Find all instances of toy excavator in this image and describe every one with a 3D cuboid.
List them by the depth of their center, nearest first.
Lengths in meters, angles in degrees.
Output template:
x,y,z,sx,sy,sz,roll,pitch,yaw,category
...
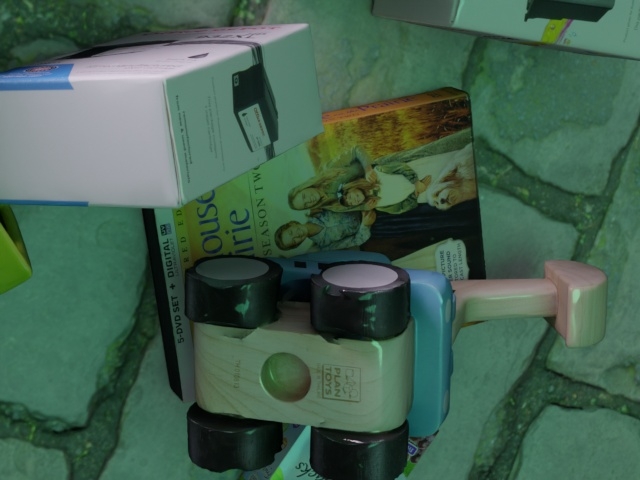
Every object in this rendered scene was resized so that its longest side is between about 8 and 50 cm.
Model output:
x,y,z,sx,sy,sz,roll,pitch,yaw,category
0.097,0.096,1.607,0.433,0.445,0.222,4,107,17,toy excavator

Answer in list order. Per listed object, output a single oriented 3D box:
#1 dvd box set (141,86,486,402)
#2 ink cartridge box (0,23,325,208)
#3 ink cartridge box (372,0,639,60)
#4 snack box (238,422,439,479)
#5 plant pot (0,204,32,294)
x,y,z,sx,sy,sz,roll,pitch,yaw,category
0.000,0.000,1.681,0.421,0.062,0.307,-13,108,-21,dvd box set
-0.164,-0.133,1.407,0.307,0.223,0.129,-34,121,-59,ink cartridge box
0.246,-0.295,1.624,0.306,0.226,0.131,4,100,-24,ink cartridge box
0.023,0.277,1.757,0.174,0.070,0.207,35,90,-27,snack box
-0.444,-0.030,1.395,0.207,0.227,0.228,-33,115,-6,plant pot
